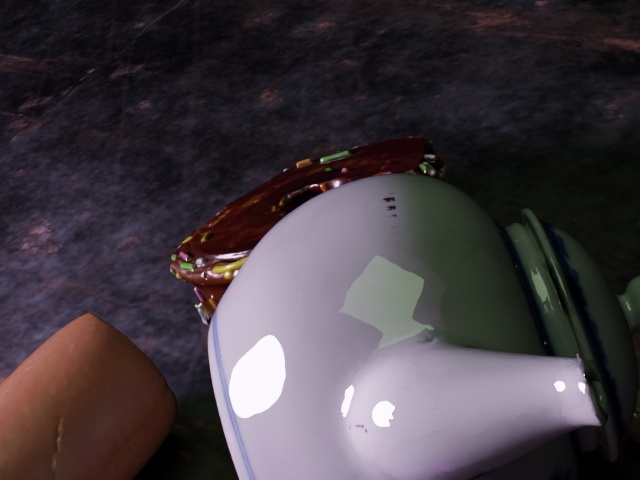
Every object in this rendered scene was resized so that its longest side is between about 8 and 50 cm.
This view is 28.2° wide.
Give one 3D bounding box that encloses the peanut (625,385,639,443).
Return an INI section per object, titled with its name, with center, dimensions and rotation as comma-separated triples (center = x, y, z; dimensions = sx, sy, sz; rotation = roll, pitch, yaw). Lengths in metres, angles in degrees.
[peanut]
center = 0.227, 0.103, 0.853
dimensions = 0.037, 0.037, 0.083
rotation = 13, 49, 37

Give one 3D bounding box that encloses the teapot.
[teapot]
center = 0.085, 0.075, 0.770
dimensions = 0.280, 0.252, 0.424
rotation = -18, 1, 3

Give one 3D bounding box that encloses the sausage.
[sausage]
center = -0.225, 0.186, 0.882
dimensions = 0.121, 0.121, 0.304
rotation = 11, 46, 36

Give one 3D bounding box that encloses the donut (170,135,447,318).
[donut]
center = 0.000, 0.000, 1.016
dimensions = 0.235, 0.089, 0.235
rotation = -20, 17, 6
